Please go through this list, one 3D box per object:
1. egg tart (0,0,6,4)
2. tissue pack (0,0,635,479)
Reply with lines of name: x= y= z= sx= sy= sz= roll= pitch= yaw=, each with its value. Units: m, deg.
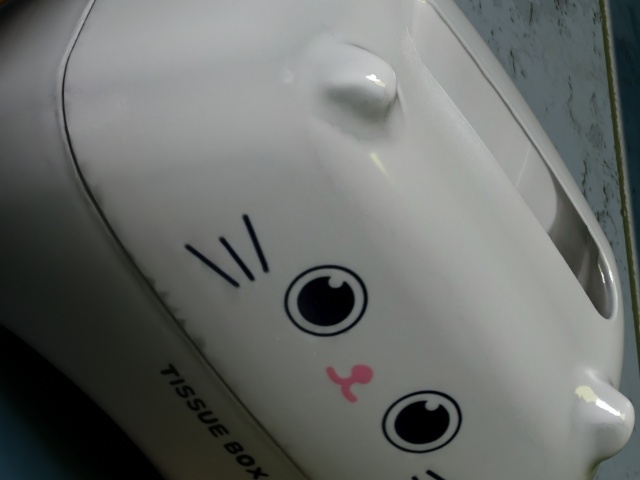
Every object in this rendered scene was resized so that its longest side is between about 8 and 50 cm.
egg tart: x=-0.175 y=-0.162 z=0.792 sx=0.147 sy=0.203 sz=0.202 roll=60 pitch=33 yaw=-2
tissue pack: x=0.000 y=0.000 z=0.925 sx=0.333 sy=0.236 sz=0.229 roll=52 pitch=36 yaw=-29
